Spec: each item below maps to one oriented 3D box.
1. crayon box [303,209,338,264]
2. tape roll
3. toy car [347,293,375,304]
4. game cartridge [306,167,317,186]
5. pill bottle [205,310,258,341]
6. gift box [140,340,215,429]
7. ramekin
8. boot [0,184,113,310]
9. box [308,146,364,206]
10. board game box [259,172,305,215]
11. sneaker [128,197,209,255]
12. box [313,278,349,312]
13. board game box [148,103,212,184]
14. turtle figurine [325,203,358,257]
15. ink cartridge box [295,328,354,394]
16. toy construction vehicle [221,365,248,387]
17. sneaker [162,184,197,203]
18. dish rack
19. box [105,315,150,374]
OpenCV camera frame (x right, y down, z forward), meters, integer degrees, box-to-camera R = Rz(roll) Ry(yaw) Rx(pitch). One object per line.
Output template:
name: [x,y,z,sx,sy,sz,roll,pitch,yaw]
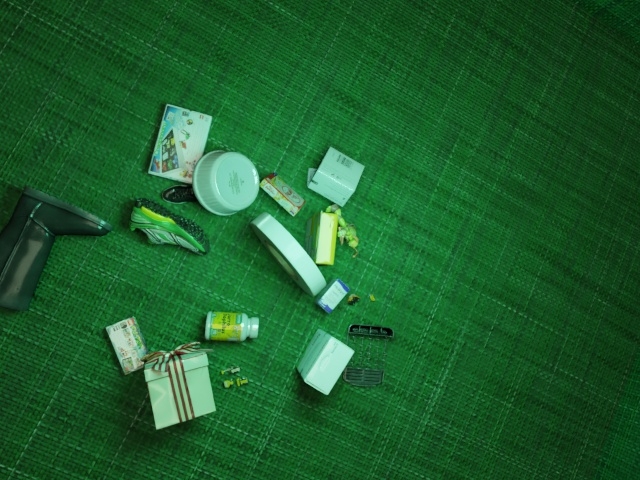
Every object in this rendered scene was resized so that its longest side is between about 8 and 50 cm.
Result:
crayon box: [0.000,0.000,1.809,0.083,0.323,0.203,7,85,-10]
tape roll: [-0.130,0.057,1.748,0.072,0.392,0.392,-41,94,-11]
toy car: [0.178,0.263,1.981,0.122,0.060,0.040,8,40,-27]
game cartridge: [-0.031,-0.282,1.981,0.056,0.017,0.083,6,85,-7]
pill bottle: [-0.364,0.356,1.818,0.208,0.117,0.118,6,85,-10]
gift box: [-0.532,0.534,1.684,0.255,0.276,0.258,-11,88,-28]
ramekin: [-0.369,-0.237,1.791,0.273,0.127,0.273,-1,91,-46]
boot: [-1.059,0.062,1.686,0.367,0.146,0.445,23,78,1]
box: [0.070,-0.277,1.910,0.181,0.119,0.182,28,50,-6]
board game box: [-0.159,-0.199,1.883,0.193,0.147,0.045,42,109,-6]
sneaker: [-0.614,-0.034,1.810,0.343,0.134,0.146,31,106,-11]
box: [0.047,0.237,1.901,0.072,0.126,0.137,42,80,-4]
board game box: [-0.588,-0.401,1.861,0.193,0.053,0.305,14,83,-10]
turtle figurine: [0.104,-0.052,1.891,0.087,0.269,0.217,-34,68,9]
ink cartridge box: [0.010,0.486,1.801,0.115,0.273,0.198,34,81,-7]
toy construction vehicle: [-0.360,0.569,1.850,0.098,0.035,0.086,-14,100,-9]
sneaker: [-0.546,-0.201,1.820,0.217,0.121,0.079,-2,85,-11]
dish rack: [0.203,0.505,1.940,0.208,0.074,0.271,8,85,-10]
box: [-0.767,0.421,1.776,0.114,0.036,0.207,-22,90,-12]
